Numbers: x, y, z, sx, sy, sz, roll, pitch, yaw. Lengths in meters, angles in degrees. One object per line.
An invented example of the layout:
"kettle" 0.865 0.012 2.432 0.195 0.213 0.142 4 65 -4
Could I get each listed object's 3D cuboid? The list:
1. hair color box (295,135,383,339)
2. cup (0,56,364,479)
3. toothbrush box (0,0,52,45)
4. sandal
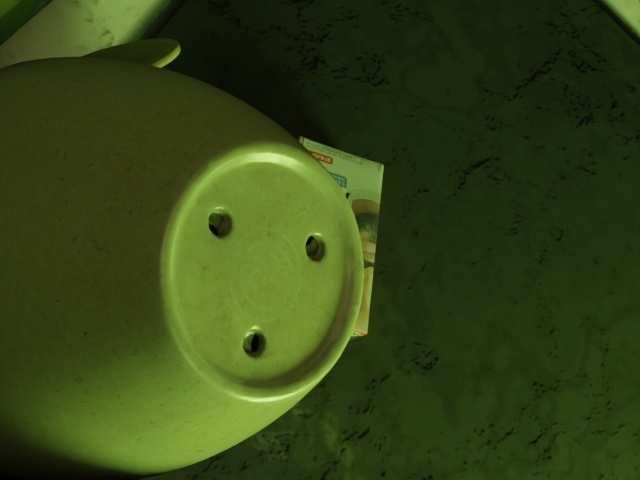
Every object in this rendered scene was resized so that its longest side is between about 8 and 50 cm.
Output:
"hair color box" 0.000 0.000 1.046 0.093 0.053 0.167 16 68 -26
"cup" -0.110 0.022 0.813 0.331 0.237 0.331 1 89 -41
"toothbrush box" -0.296 -0.268 0.920 0.206 0.122 0.283 44 59 -11
"sandal" -0.210 -0.091 0.953 0.240 0.088 0.079 -34 126 -38
